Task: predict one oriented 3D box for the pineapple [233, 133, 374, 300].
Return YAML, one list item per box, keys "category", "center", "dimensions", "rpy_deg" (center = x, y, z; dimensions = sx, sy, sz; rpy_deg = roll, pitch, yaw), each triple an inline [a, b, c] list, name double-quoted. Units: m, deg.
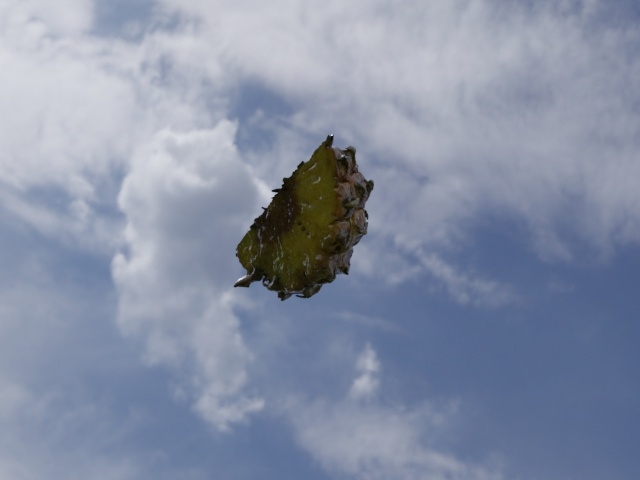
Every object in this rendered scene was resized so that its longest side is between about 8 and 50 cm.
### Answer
- category: "pineapple"
  center: [0.004, -0.001, 1.522]
  dimensions: [0.334, 0.158, 0.161]
  rpy_deg: [-46, -116, 37]
